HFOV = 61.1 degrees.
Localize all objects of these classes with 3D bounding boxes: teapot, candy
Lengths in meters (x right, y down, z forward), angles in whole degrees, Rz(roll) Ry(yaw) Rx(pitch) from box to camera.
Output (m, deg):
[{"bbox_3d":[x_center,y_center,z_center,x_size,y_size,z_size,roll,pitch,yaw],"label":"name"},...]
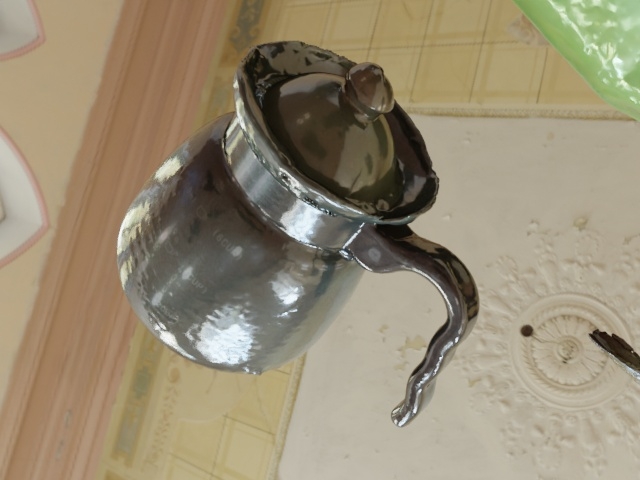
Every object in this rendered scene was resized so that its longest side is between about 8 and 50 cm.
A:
[{"bbox_3d":[-0.021,-0.006,0.444,0.285,0.223,0.305,-49,-133,41],"label":"teapot"},{"bbox_3d":[0.295,-0.232,0.523,0.343,0.132,0.142,42,-72,-2],"label":"candy"}]

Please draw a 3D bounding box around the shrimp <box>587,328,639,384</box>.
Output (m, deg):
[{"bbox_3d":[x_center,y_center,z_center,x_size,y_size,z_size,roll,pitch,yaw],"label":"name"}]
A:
[{"bbox_3d":[0.322,0.067,0.513,0.148,0.035,0.195,-14,-81,54],"label":"shrimp"}]
